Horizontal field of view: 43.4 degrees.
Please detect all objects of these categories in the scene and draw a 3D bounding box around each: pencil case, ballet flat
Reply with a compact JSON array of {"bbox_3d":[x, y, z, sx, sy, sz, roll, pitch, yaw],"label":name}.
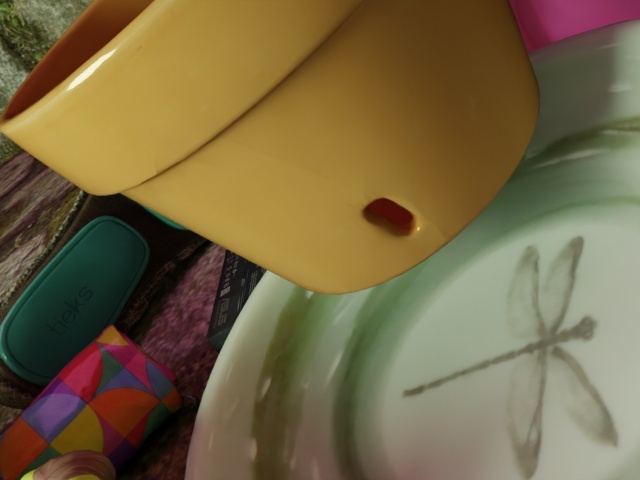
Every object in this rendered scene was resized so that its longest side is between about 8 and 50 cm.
[{"bbox_3d":[-0.214,0.180,0.662,0.236,0.104,0.104,-45,26,-20],"label":"pencil case"},{"bbox_3d":[-0.224,-0.010,0.940,0.483,0.164,0.182,-56,14,-30],"label":"ballet flat"}]

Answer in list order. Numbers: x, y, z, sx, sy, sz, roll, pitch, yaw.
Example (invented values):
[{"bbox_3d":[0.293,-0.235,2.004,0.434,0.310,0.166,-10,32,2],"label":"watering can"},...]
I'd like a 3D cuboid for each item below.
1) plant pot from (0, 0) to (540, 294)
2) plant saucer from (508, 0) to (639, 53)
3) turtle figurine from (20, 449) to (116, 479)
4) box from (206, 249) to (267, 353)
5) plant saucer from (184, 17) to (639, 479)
[{"bbox_3d":[-0.010,-0.104,0.476,0.291,0.203,0.291,-34,28,21],"label":"plant pot"},{"bbox_3d":[0.259,-0.212,0.578,0.332,0.084,0.332,-10,64,22],"label":"plant saucer"},{"bbox_3d":[-0.113,0.173,0.369,0.087,0.269,0.217,-54,15,1],"label":"turtle figurine"},{"bbox_3d":[0.000,0.000,0.721,0.183,0.059,0.232,-30,26,16],"label":"box"},{"bbox_3d":[0.099,0.053,0.433,0.400,0.100,0.400,-34,28,21],"label":"plant saucer"}]
